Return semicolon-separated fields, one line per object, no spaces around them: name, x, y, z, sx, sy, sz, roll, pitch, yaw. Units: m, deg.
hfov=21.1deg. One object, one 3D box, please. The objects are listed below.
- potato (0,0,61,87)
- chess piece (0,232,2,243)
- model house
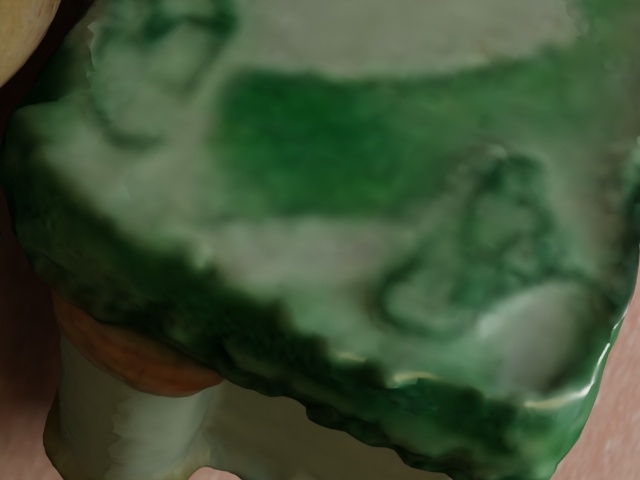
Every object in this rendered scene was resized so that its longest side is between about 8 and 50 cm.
potato;-0.185;-0.079;0.453;0.262;0.165;0.165;-17;121;-26
chess piece;-0.164;0.020;0.589;0.103;0.067;0.067;-52;135;3
model house;0.000;0.000;0.666;0.325;0.194;0.267;109;2;-58
